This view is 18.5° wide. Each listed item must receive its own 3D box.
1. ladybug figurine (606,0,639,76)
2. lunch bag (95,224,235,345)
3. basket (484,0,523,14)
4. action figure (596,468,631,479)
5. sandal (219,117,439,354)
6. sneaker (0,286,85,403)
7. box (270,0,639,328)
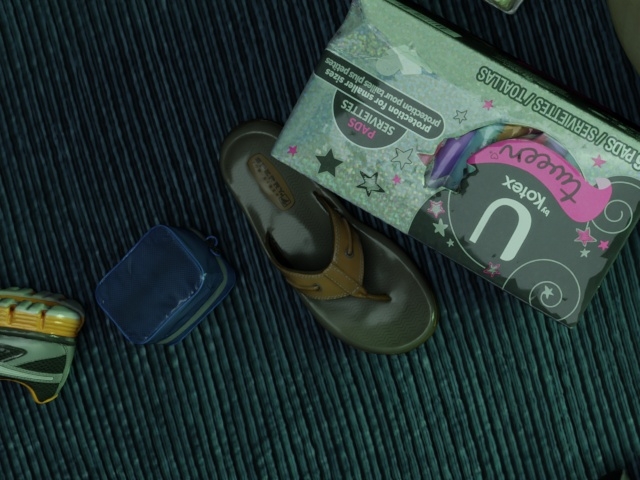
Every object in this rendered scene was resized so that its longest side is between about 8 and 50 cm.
[{"bbox_3d":[0.412,-0.159,1.316,0.449,0.162,0.305,17,88,6],"label":"ladybug figurine"},{"bbox_3d":[-0.115,0.032,1.519,0.098,0.065,0.067,-43,72,15],"label":"lunch bag"},{"bbox_3d":[0.095,-0.251,1.417,0.167,0.103,0.113,33,102,6],"label":"basket"},{"bbox_3d":[0.302,0.290,1.456,0.185,0.099,0.285,-30,95,5],"label":"action figure"},{"bbox_3d":[0.000,0.000,1.493,0.090,0.060,0.219,-37,89,14],"label":"sandal"},{"bbox_3d":[-0.295,0.076,1.553,0.215,0.084,0.083,9,104,9],"label":"sneaker"},{"bbox_3d":[0.111,-0.062,1.409,0.247,0.163,0.142,29,101,6],"label":"box"}]
